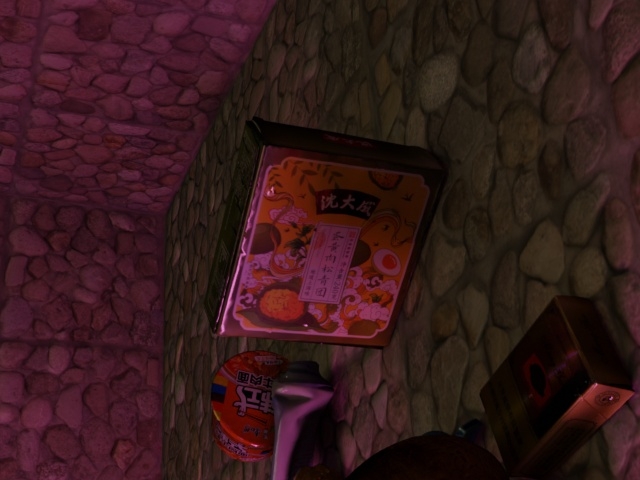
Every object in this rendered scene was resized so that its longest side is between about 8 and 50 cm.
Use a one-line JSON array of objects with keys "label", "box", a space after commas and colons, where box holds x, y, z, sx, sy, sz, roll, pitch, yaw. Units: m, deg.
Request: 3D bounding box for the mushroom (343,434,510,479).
[{"label": "mushroom", "box": [0.125, 0.427, 1.249, 0.239, 0.345, 0.345, 15, 98, 35]}]

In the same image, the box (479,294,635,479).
[{"label": "box", "box": [0.326, 0.213, 1.262, 0.159, 0.071, 0.240, -101, 27, -42]}]

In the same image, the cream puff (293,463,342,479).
[{"label": "cream puff", "box": [-0.004, 0.556, 1.894, 0.165, 0.115, 0.150, 62, -134, -70]}]

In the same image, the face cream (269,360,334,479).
[{"label": "face cream", "box": [-0.052, 0.480, 1.997, 0.235, 0.137, 0.420, 20, -105, -71]}]

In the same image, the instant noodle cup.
[{"label": "instant noodle cup", "box": [-0.162, 0.421, 2.194, 0.192, 0.251, 0.250, 115, 153, -54]}]

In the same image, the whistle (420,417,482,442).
[{"label": "whistle", "box": [0.203, 0.349, 1.500, 0.090, 0.090, 0.157, -118, 40, -55]}]

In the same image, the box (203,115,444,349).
[{"label": "box", "box": [0.000, 0.000, 1.725, 0.138, 0.373, 0.420, -121, 43, -58]}]
